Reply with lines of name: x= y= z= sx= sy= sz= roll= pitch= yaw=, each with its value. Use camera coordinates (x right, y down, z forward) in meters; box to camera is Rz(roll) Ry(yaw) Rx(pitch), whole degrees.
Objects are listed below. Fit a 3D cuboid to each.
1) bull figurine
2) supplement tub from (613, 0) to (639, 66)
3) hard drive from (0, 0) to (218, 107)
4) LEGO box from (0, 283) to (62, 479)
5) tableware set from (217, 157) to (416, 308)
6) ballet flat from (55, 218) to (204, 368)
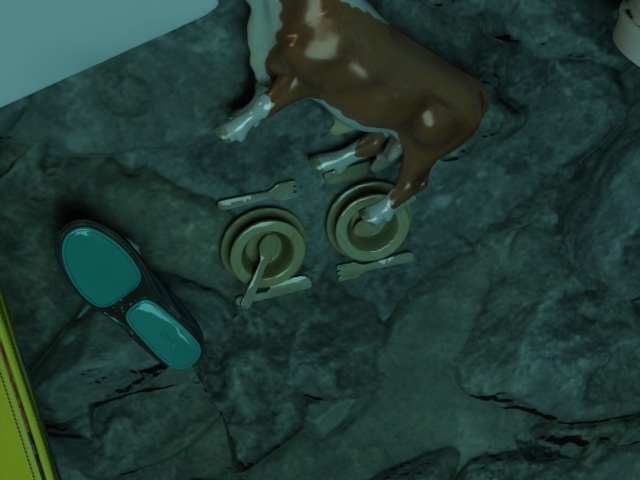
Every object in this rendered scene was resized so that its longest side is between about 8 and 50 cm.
bull figurine: x=0.012 y=-0.150 z=1.646 sx=0.310 sy=0.101 sz=0.188 roll=31 pitch=110 yaw=-27
supplement tub: x=0.408 y=-0.296 z=1.602 sx=0.235 sy=0.235 sz=0.324 roll=8 pitch=116 yaw=-21
hard drive: x=-0.235 y=-0.236 z=1.432 sx=0.233 sy=0.047 sz=0.353 roll=-24 pitch=156 yaw=3
LEGO box: x=-0.446 y=0.161 z=1.626 sx=0.373 sy=0.193 sz=0.500 roll=-16 pitch=123 yaw=-8
tableware set: x=0.000 y=0.000 z=1.764 sx=0.194 sy=0.039 sz=0.128 roll=-15 pitch=123 yaw=-9
ballet flat: x=-0.184 y=0.042 z=1.714 sx=0.074 sy=0.074 sz=0.203 roll=-37 pitch=123 yaw=6
